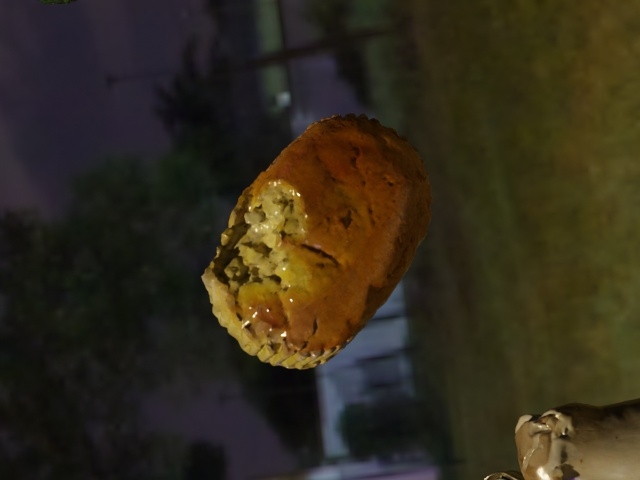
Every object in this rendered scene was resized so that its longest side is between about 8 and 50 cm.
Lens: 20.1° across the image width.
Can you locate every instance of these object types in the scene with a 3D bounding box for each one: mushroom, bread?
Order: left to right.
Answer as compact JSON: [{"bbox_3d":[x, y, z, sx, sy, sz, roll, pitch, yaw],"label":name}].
[{"bbox_3d":[0.000,0.000,1.751,0.250,0.179,0.133,-53,4,-13],"label":"bread"},{"bbox_3d":[0.271,0.162,1.449,0.116,0.225,0.093,-82,4,-48],"label":"mushroom"}]

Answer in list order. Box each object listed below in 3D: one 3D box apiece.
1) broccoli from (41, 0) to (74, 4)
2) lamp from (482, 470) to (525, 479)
[{"bbox_3d":[-0.311,-0.404,1.889,0.304,0.283,0.321,51,-164,21],"label":"broccoli"},{"bbox_3d":[0.219,0.385,1.705,0.047,0.269,0.266,10,-78,-48],"label":"lamp"}]
